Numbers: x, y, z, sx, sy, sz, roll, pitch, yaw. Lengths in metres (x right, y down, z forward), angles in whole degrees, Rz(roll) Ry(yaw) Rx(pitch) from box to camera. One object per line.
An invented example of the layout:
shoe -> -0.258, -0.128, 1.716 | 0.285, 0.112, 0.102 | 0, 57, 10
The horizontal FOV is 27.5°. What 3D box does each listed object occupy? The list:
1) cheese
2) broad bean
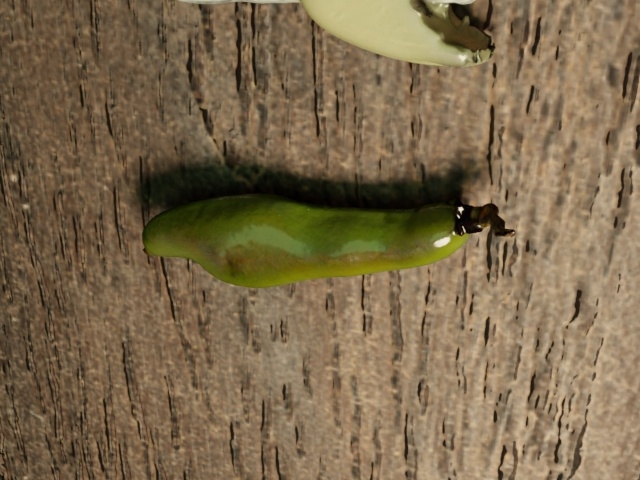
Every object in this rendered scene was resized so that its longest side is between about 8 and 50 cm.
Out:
cheese -> 0.001, -0.182, 0.904 | 0.235, 0.050, 0.127 | 4, 125, 21
broad bean -> 0.002, -0.005, 1.014 | 0.325, 0.067, 0.075 | -4, 149, 22
